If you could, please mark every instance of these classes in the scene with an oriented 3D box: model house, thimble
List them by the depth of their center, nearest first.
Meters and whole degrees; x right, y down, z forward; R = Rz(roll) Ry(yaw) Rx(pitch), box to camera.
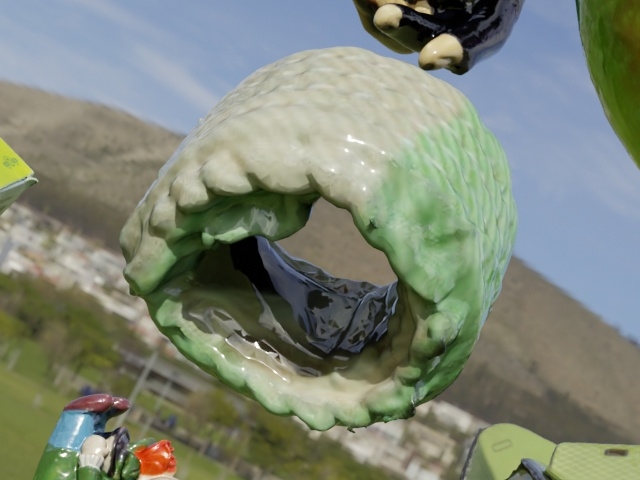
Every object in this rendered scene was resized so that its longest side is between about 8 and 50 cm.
[{"bbox_3d":[0.000,0.000,0.816,0.219,0.150,0.219,11,-57,17],"label":"thimble"},{"bbox_3d":[0.262,0.248,1.251,0.205,0.218,0.279,28,-33,-10],"label":"model house"}]

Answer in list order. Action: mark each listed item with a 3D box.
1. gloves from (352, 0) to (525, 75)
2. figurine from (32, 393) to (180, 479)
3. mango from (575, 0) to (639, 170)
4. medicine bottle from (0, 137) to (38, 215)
[{"bbox_3d":[0.123,-0.250,1.310,0.197,0.301,0.152,-31,-74,37],"label":"gloves"},{"bbox_3d":[-0.179,0.269,1.454,0.234,0.185,0.127,13,-17,19],"label":"figurine"},{"bbox_3d":[0.258,-0.193,0.798,0.225,0.382,0.201,-8,-22,25],"label":"mango"},{"bbox_3d":[-0.432,-0.094,1.390,0.250,0.141,0.137,44,15,-2],"label":"medicine bottle"}]
